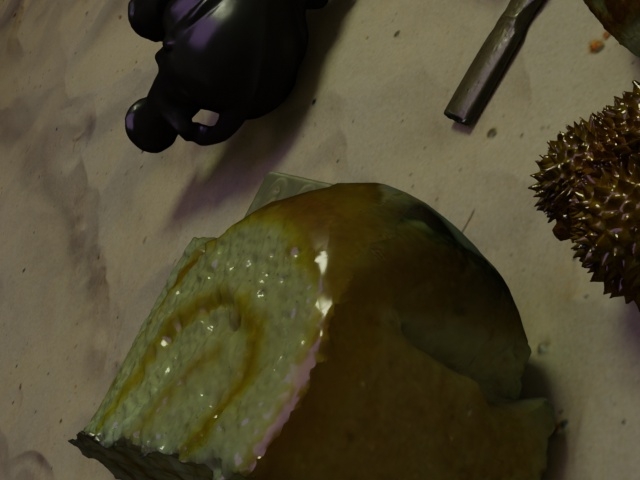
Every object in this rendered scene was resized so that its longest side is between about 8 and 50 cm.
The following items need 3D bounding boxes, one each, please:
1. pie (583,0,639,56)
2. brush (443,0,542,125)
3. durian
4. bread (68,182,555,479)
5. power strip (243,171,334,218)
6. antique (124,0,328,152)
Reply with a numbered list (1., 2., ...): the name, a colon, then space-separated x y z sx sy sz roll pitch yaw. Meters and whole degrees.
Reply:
1. pie: 0.238 -0.239 1.040 0.248 0.090 0.201 69 153 25
2. brush: 0.177 -0.219 1.278 0.248 0.036 0.043 -59 22 1
3. durian: 0.222 -0.032 0.921 0.168 0.137 0.158 -30 57 24
4. bread: -0.011 0.105 1.072 0.395 0.239 0.264 0 59 61
5. power strip: 0.000 0.000 1.329 0.256 0.070 0.105 16 78 62
6. antique: -0.105 -0.265 1.633 0.255 0.185 0.322 161 115 -63
